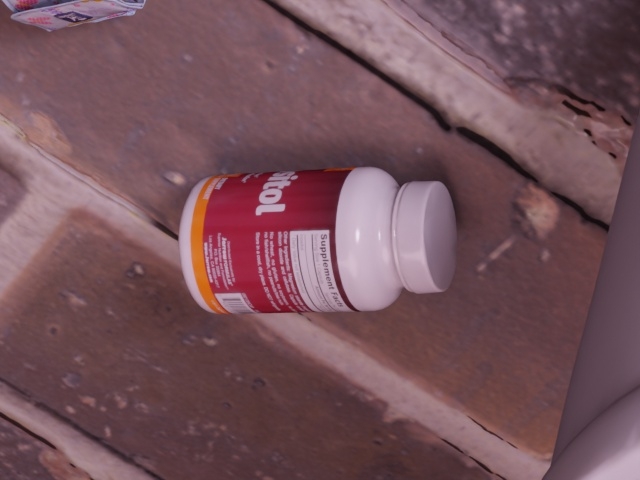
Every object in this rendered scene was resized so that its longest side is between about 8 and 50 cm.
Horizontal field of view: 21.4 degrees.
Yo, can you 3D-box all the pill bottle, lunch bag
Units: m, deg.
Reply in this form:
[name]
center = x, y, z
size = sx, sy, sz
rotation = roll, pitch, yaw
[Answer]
[pill bottle]
center = 0.000, 0.000, 1.004
size = 0.152, 0.086, 0.086
rotation = -2, 132, 22
[lunch bag]
center = -0.144, -0.151, 0.938
size = 0.071, 0.053, 0.083
rotation = -5, 140, 27

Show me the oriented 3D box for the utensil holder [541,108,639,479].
[utensil holder]
center = 0.274, 0.034, 0.714
size = 0.327, 0.385, 0.328
rotation = 11, 135, 11
